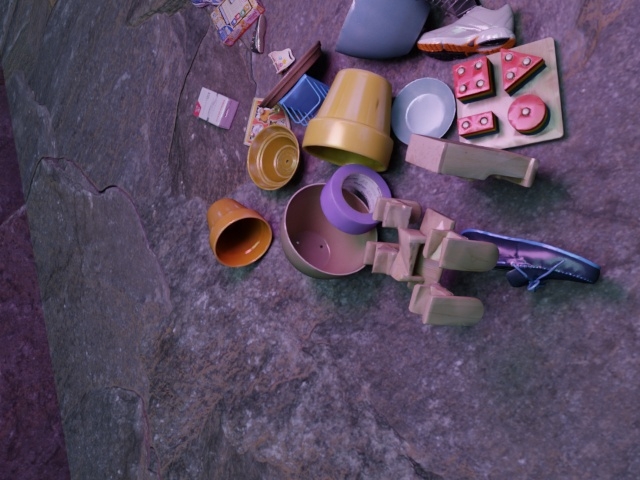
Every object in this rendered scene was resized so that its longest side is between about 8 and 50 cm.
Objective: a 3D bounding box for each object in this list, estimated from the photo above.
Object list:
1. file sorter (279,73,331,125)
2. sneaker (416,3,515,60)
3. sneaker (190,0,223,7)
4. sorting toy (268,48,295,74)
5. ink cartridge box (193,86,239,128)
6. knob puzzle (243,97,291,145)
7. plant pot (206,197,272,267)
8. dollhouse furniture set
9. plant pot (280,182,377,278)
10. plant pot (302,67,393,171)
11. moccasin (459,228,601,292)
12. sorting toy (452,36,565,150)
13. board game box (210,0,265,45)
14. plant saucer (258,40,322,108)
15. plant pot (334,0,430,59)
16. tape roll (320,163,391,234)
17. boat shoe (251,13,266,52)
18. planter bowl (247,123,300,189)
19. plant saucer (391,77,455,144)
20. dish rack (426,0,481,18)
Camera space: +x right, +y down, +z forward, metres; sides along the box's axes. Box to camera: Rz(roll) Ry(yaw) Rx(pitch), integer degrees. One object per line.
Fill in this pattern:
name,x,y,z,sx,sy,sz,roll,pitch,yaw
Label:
file sorter,-0.016,-0.414,1.596,0.118,0.170,0.104,-42,68,25
sneaker,0.390,-0.564,1.388,0.263,0.099,0.120,5,82,26
sneaker,-0.427,-0.936,1.955,0.211,0.081,0.080,1,86,32
sorting toy,-0.125,-0.614,1.760,0.075,0.045,0.083,-30,71,21
ink cartridge box,-0.386,-0.489,1.911,0.151,0.063,0.109,30,103,31
knob puzzle,-0.183,-0.402,1.790,0.213,0.030,0.212,-2,86,33
plant pot,-0.297,-0.044,1.758,0.205,0.205,0.188,-58,45,17
dollhouse furniture set,0.322,-0.039,1.268,0.362,0.257,0.393,-134,52,-64
plant pot,0.000,0.000,1.529,0.191,0.285,0.283,-47,59,58
plant pot,0.098,-0.344,1.475,0.254,0.254,0.238,14,87,34
moccasin,0.492,0.065,1.260,0.342,0.138,0.116,16,82,46
sorting toy,0.466,-0.367,1.318,0.256,0.089,0.256,-7,83,33
board game box,-0.306,-0.834,1.889,0.194,0.045,0.146,-34,69,27
plant saucer,-0.089,-0.512,1.627,0.041,0.277,0.278,43,116,-13
plant pot,0.187,-0.625,1.438,0.196,0.290,0.290,25,104,-4
tape roll,0.101,-0.117,1.467,0.080,0.189,0.188,-47,59,57
boat shoe,-0.220,-0.730,1.823,0.042,0.049,0.132,9,97,26
planter bowl,-0.133,-0.269,1.712,0.217,0.090,0.216,-2,87,34
plant saucer,0.293,-0.360,1.464,0.195,0.038,0.194,-3,85,34
dish rack,0.295,-0.702,1.353,0.074,0.272,0.208,-32,70,42
